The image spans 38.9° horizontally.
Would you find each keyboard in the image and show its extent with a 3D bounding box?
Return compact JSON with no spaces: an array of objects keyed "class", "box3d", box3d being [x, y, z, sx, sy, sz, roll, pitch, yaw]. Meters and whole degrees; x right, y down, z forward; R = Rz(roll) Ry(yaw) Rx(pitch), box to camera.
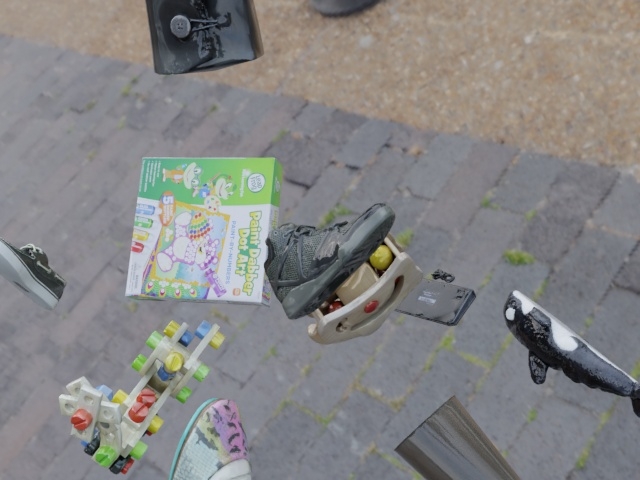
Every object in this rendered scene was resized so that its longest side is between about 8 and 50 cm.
[{"class":"keyboard","box3d":[0.210,0.100,1.671,0.180,0.023,0.108,12,64,52]}]

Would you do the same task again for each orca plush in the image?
[{"class":"orca plush","box3d":[0.394,0.200,1.475,0.287,0.151,0.102,38,99,25]}]

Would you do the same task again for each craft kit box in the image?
[{"class":"craft kit box","box3d":[-0.196,-0.017,1.539,0.247,0.061,0.249,2,78,12]}]

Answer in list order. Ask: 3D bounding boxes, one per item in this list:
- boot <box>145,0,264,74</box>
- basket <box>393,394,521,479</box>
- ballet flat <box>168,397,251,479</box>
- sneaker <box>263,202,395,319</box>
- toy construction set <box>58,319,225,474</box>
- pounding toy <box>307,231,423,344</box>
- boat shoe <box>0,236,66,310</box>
[{"class":"boot","box3d":[-0.306,-0.513,1.596,0.367,0.445,0.146,1,28,25]},{"class":"basket","box3d":[0.287,0.449,1.821,0.227,0.204,0.154,47,119,14]},{"class":"ballet flat","box3d":[-0.102,0.246,0.779,0.079,0.077,0.221,32,103,37]},{"class":"sneaker","box3d":[0.000,0.000,1.282,0.227,0.087,0.130,-44,74,31]},{"class":"toy construction set","box3d":[-0.304,0.265,1.529,0.215,0.151,0.328,-50,-10,31]},{"class":"pounding toy","box3d":[0.039,0.079,1.607,0.269,0.154,0.155,-51,55,20]},{"class":"boat shoe","box3d":[-0.528,0.044,1.622,0.078,0.219,0.070,16,64,24]}]
